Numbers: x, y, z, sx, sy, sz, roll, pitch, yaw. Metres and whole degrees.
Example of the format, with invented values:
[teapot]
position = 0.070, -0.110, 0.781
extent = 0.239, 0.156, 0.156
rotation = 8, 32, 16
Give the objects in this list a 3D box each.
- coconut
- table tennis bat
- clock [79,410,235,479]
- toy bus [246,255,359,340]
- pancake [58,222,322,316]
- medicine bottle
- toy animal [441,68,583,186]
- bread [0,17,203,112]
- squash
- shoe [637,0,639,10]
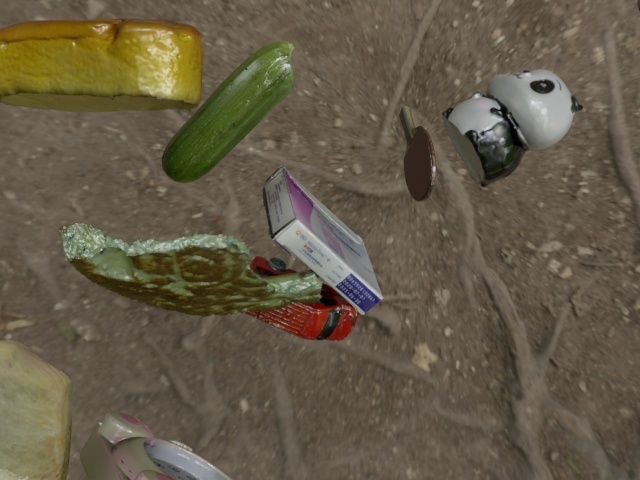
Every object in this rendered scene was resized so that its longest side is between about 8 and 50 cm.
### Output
[coconut]
position = -0.405, 0.219, 0.881
extent = 0.236, 0.197, 0.237
rotation = -5, 125, -7
[table tennis bat]
position = 0.187, -0.176, 1.512
extent = 0.019, 0.130, 0.220
rotation = 1, 54, -15
[clock]
position = -0.207, 0.405, 1.185
extent = 0.309, 0.284, 0.114
rotation = 35, 83, -31
[toy bus]
position = -0.034, 0.102, 1.209
extent = 0.195, 0.089, 0.081
rotation = 24, 114, -4
[pancake]
position = -0.161, 0.035, 1.026
extent = 0.197, 0.376, 0.054
rotation = -36, 50, 43
[medicine bottle]
position = 0.000, 0.000, 1.154
extent = 0.052, 0.171, 0.201
rotation = -40, 118, 15
[toy animal]
position = 0.370, -0.233, 1.480
extent = 0.235, 0.187, 0.165
rotation = -35, 125, 5
[bread]
position = -0.230, -0.178, 0.768
extent = 0.245, 0.102, 0.094
rotation = 5, 97, 26
[squash]
position = -0.110, -0.155, 0.939
extent = 0.239, 0.069, 0.069
rotation = -41, 91, 24
[shoe]
position = 0.351, -0.277, 0.675
extent = 0.099, 0.227, 0.112
rotation = -43, 98, -14
